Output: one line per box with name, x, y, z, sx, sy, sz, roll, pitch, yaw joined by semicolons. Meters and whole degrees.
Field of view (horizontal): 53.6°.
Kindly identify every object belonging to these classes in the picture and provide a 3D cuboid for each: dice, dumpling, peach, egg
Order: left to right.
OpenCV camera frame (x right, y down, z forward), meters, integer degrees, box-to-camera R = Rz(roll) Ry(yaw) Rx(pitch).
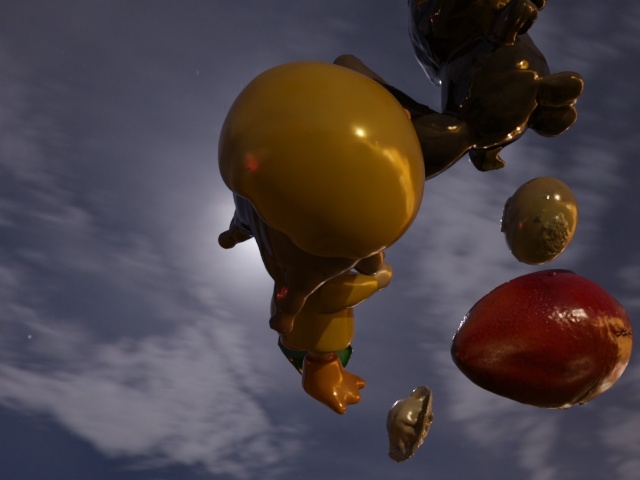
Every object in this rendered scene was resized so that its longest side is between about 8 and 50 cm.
dice;-0.014;0.243;1.448;0.131;0.120;0.128;-43;-44;-7
dumpling;0.103;0.199;0.688;0.057;0.076;0.052;2;-62;55
egg;0.490;-0.043;1.411;0.164;0.202;0.164;18;-4;1
peach;0.300;0.123;0.822;0.267;0.159;0.154;7;-65;-33

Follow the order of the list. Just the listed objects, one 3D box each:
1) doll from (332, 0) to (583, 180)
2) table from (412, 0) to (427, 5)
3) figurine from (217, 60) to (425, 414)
doll;0.179;-0.297;0.987;0.378;0.383;0.252;-17;-25;-16
table;0.209;-0.412;0.792;0.240;0.111;0.121;-27;-5;-14
figurine;0.000;0.000;0.628;0.187;0.215;0.344;-21;-52;-29
